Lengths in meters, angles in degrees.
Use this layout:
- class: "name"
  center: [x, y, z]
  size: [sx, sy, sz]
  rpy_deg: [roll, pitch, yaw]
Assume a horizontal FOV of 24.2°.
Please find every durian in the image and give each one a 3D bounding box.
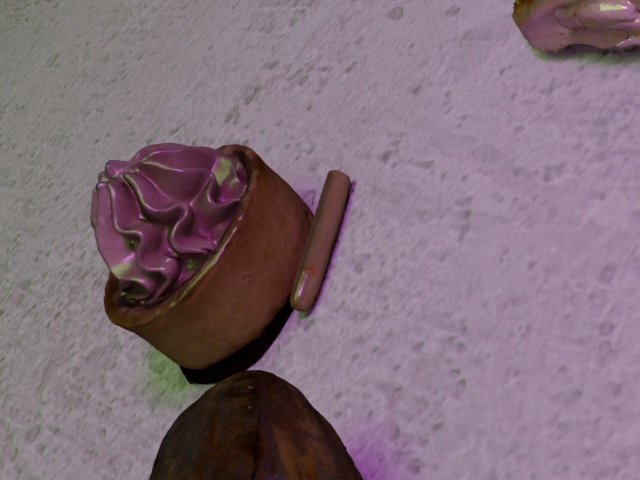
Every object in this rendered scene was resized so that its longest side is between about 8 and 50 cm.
- class: "durian"
  center: [0.197, -0.191, 1.065]
  size: [0.224, 0.078, 0.140]
  rpy_deg: [-8, 55, 54]

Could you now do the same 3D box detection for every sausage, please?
- class: "sausage"
  center: [0.000, 0.000, 1.246]
  size: [0.024, 0.024, 0.132]
  rpy_deg: [-20, 46, 49]

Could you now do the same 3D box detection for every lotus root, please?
- class: "lotus root"
  center: [-0.036, 0.205, 0.952]
  size: [0.152, 0.160, 0.275]
  rpy_deg: [-40, 31, 10]

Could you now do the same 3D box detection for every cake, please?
- class: "cake"
  center: [-0.123, 0.004, 1.282]
  size: [0.208, 0.178, 0.185]
  rpy_deg: [-62, 29, -3]
